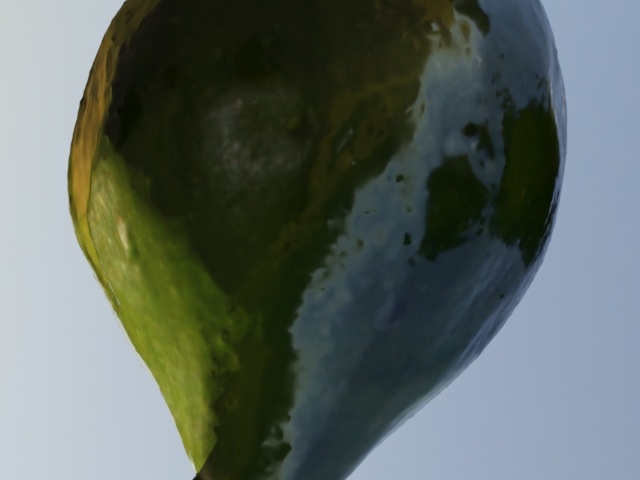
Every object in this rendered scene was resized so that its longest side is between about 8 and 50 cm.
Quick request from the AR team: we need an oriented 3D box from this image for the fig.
[{"bbox_3d":[0.000,0.000,0.558,0.195,0.195,0.244,-30,-127,55],"label":"fig"}]
